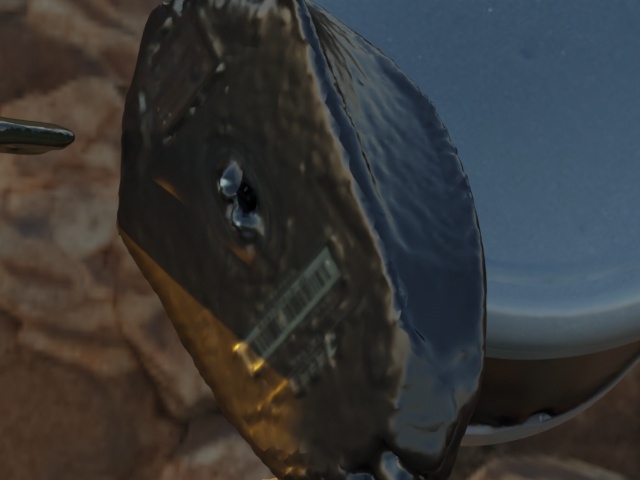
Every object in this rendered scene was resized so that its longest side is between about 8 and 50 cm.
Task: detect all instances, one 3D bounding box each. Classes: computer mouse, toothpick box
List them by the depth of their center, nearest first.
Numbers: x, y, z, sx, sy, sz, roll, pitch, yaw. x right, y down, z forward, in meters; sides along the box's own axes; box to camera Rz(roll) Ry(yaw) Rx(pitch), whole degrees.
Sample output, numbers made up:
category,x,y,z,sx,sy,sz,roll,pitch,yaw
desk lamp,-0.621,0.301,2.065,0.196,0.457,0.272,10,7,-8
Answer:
category,x,y,z,sx,sy,sz,roll,pitch,yaw
computer mouse,0.000,0.000,0.477,0.057,0.099,0.172,4,51,-43
toothpick box,0.084,-0.037,0.876,0.263,0.354,0.263,1,73,-2

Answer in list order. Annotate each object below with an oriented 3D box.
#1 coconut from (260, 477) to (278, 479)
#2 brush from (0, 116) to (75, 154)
category,x,y,z,sx,sy,sz,roll,pitch,yaw
coconut,0.008,0.256,0.857,0.297,0.254,0.297,6,63,-12
brush,-0.158,-0.039,0.474,0.190,0.027,0.034,1,-1,-32
